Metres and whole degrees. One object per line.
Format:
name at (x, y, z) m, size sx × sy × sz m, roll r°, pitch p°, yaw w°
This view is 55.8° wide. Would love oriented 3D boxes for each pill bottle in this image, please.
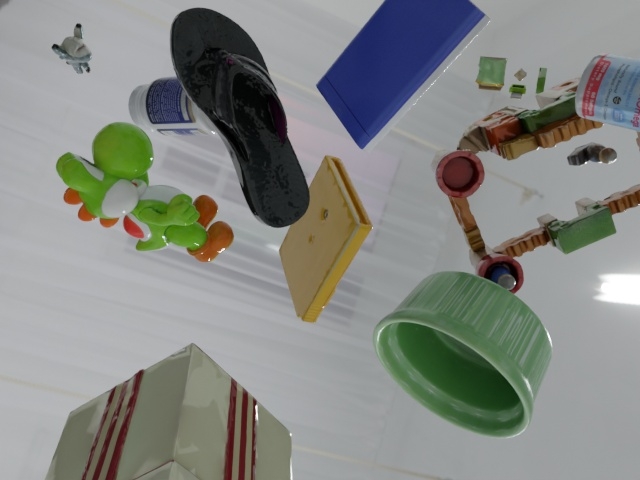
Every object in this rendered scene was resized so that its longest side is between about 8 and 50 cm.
pill bottle at (0.413, -0.178, 0.754) m, size 0.160 × 0.087 × 0.087 m, roll 26°, pitch -83°, yaw 37°
pill bottle at (-0.359, -0.346, 1.558) m, size 0.265 × 0.153 × 0.153 m, roll 6°, pitch -109°, yaw 33°

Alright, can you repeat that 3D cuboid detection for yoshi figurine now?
yoshi figurine at (-0.323, -0.105, 1.189) m, size 0.204 × 0.362 × 0.202 m, roll -10°, pitch -117°, yaw 35°

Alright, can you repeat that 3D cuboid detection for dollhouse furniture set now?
dollhouse furniture set at (0.417, -0.356, 1.335) m, size 0.058 × 0.152 × 0.076 m, roll -61°, pitch 155°, yaw -44°

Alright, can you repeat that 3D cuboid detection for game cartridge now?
game cartridge at (0.000, 0.000, 1.470) m, size 0.323 × 0.053 × 0.285 m, roll -63°, pitch -150°, yaw 33°

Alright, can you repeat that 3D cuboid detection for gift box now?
gift box at (-0.160, 0.324, 0.723) m, size 0.255 × 0.276 × 0.258 m, roll -35°, pitch -152°, yaw 18°

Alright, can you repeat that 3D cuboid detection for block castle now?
block castle at (0.453, -0.112, 1.102) m, size 0.454 × 0.302 × 0.213 m, roll -23°, pitch -166°, yaw 6°

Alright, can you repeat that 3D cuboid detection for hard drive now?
hard drive at (0.142, -0.352, 1.152) m, size 0.318 × 0.040 × 0.210 m, roll -47°, pitch -127°, yaw 24°

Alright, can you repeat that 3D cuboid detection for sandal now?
sandal at (-0.123, -0.230, 1.139) m, size 0.168 × 0.445 × 0.107 m, roll -37°, pitch -156°, yaw -24°

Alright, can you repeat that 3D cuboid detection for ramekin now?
ramekin at (0.260, 0.197, 1.090) m, size 0.148 × 0.303 × 0.303 m, roll -48°, pitch -177°, yaw -30°

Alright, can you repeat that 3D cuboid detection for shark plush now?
shark plush at (-0.489, -0.358, 1.207) m, size 0.073 × 0.067 × 0.161 m, roll -54°, pitch -165°, yaw -28°
